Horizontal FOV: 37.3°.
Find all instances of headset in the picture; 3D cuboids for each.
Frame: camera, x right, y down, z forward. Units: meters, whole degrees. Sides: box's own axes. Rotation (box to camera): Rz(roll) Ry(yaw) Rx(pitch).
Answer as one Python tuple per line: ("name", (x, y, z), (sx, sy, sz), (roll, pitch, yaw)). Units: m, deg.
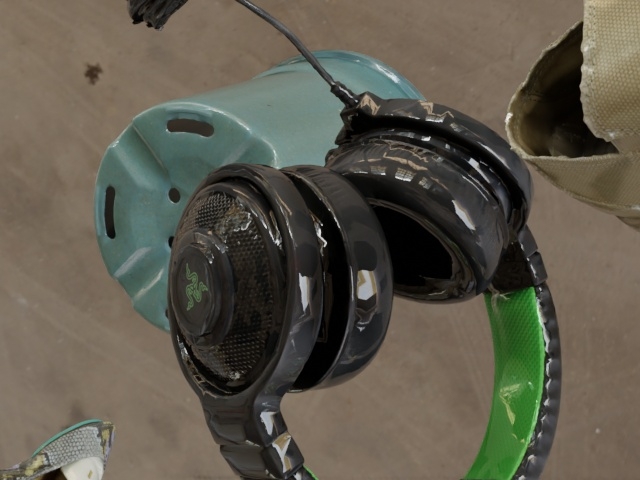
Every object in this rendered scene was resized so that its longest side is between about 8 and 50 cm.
("headset", (0.000, 0.000, 0.571), (0.185, 0.243, 0.394), (-13, 103, 51))

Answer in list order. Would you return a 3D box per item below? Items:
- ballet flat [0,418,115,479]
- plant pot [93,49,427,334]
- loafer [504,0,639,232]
("ballet flat", (-0.120, 0.110, 0.402), (0.041, 0.114, 0.041), (5, 100, 31))
("plant pot", (-0.059, -0.047, 1.097), (0.341, 0.334, 0.341), (6, 103, 25))
("loafer", (0.137, -0.068, 0.320), (0.092, 0.102, 0.268), (9, 159, -6))
